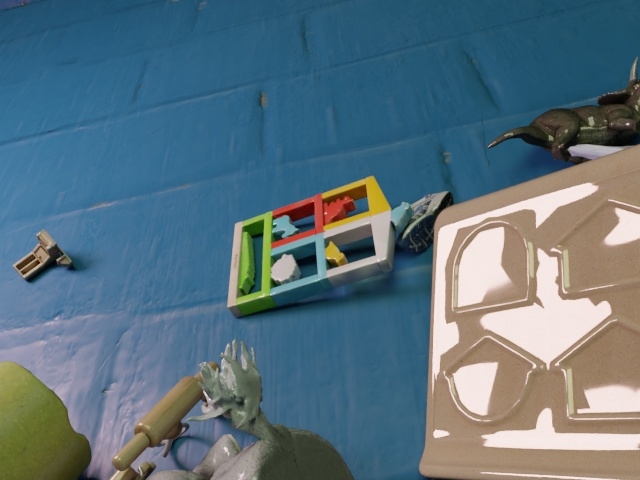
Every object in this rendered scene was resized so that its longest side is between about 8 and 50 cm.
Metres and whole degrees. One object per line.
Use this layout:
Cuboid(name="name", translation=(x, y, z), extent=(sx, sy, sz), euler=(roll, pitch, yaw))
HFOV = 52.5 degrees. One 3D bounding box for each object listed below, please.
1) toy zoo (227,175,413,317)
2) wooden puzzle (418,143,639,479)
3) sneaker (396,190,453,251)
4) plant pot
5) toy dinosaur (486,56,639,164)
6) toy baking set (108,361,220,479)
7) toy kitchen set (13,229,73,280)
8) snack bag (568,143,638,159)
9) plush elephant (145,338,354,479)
Cuboid(name="toy zoo", translation=(0.000, 0.000, 0.992), extent=(0.293, 0.030, 0.192), euler=(-18, 41, 13))
Cuboid(name="wooden puzzle", translation=(0.254, 0.082, 0.683), extent=(0.322, 0.081, 0.347), euler=(-19, 53, 48))
Cuboid(name="sneaker", translation=(0.151, -0.028, 0.999), extent=(0.058, 0.052, 0.135), euler=(10, 40, 41))
Cuboid(name="plant pot", translation=(-0.411, 0.277, 0.720), extent=(0.276, 0.276, 0.254), euler=(13, 38, 30))
Cuboid(name="toy dinosaur", translation=(0.416, -0.170, 1.029), extent=(0.314, 0.121, 0.160), euler=(-19, 29, 6))
Cuboid(name="toy baking set", translation=(-0.181, 0.220, 0.728), extent=(0.030, 0.196, 0.256), euler=(38, 41, 6))
Cuboid(name="toy kitchen set", translation=(-0.483, 0.038, 1.126), extent=(0.075, 0.083, 0.068), euler=(-42, 88, -25))
Cuboid(name="snack bag", translation=(0.526, -0.114, 0.806), extent=(0.343, 0.037, 0.323), euler=(-2, 12, -2))
Cuboid(name="plush elephant", translation=(-0.091, 0.293, 0.600), extent=(0.272, 0.255, 0.329), euler=(-7, 63, -51))
